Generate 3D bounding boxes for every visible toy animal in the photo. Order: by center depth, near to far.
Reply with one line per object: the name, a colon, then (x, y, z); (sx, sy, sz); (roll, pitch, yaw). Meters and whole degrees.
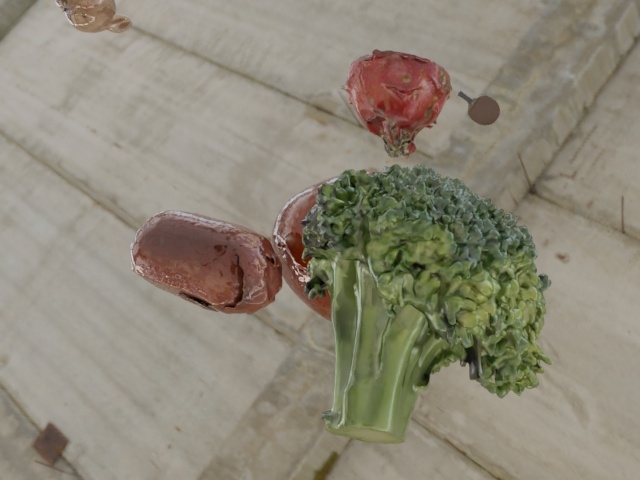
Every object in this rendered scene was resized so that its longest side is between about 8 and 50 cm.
toy animal: (-0.294, -0.333, 1.055); (0.083, 0.089, 0.150); (48, -45, 38)

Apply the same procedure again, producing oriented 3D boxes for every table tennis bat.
table tennis bat: (0.274, -0.234, 1.417); (0.050, 0.083, 0.007); (-54, -172, 16)

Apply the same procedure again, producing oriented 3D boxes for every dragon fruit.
dragon fruit: (0.098, -0.175, 1.091); (0.153, 0.153, 0.110); (-3, -112, 27)

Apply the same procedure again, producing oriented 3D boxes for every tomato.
tomato: (-0.003, 0.000, 1.459); (0.309, 0.170, 0.308); (-23, -117, 54)

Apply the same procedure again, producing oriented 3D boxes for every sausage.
sausage: (-0.192, 0.038, 1.372); (0.280, 0.152, 0.152); (17, -109, 25)

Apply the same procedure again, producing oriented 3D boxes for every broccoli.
broccoli: (0.095, 0.048, 0.762); (0.235, 0.288, 0.259); (-26, -127, 20)
